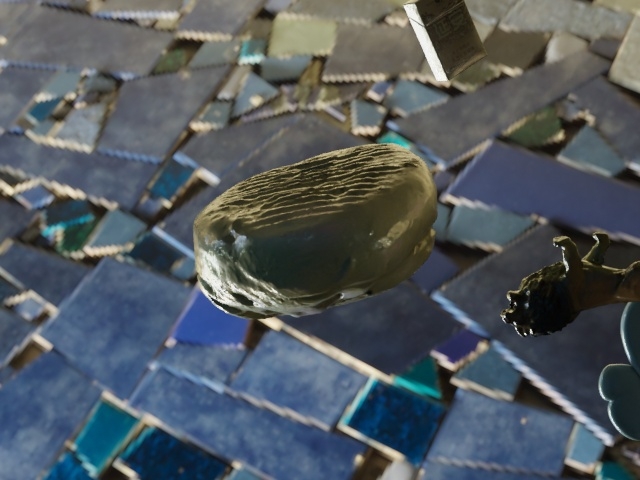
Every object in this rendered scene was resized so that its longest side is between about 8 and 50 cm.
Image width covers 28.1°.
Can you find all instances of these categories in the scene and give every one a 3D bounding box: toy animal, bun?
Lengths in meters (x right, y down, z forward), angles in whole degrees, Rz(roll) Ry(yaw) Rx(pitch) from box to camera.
[{"bbox_3d":[0.270,0.024,1.192,0.219,0.069,0.086,-21,89,24],"label":"toy animal"},{"bbox_3d":[0.000,0.000,1.063,0.210,0.237,0.116,-15,104,7],"label":"bun"}]

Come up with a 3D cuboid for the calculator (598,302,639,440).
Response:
[{"bbox_3d":[0.427,0.100,1.332,0.302,0.042,0.188,-33,84,11],"label":"calculator"}]

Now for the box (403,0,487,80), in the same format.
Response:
[{"bbox_3d":[0.119,-0.200,1.212,0.024,0.053,0.083,14,135,59],"label":"box"}]
